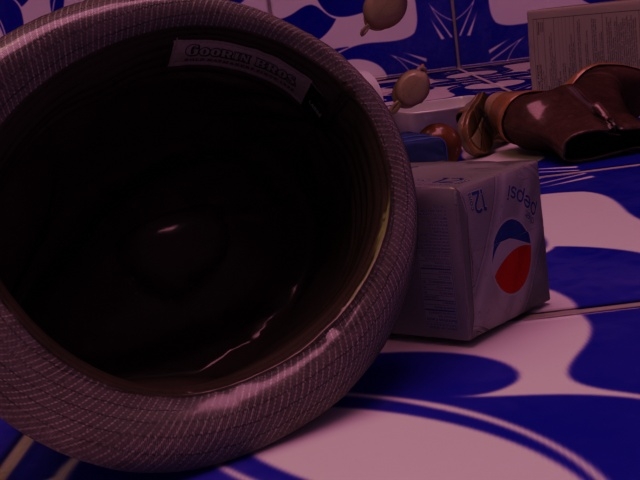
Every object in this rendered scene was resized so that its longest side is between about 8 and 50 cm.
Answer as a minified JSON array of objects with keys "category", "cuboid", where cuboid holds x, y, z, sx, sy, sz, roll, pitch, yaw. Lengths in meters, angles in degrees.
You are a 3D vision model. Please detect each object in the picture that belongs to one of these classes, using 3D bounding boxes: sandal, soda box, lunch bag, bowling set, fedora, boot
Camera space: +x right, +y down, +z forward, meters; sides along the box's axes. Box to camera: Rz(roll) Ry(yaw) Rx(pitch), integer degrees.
[{"category":"sandal","cuboid":[0.195,-0.141,1.405,0.049,0.072,0.180,-26,6,27]},{"category":"soda box","cuboid":[0.000,0.000,0.730,0.286,0.091,0.098,2,14,40]},{"category":"lunch bag","cuboid":[0.074,-0.068,1.085,0.098,0.067,0.065,-13,12,-21]},{"category":"bowling set","cuboid":[0.063,-0.141,1.317,0.287,0.200,0.154,-49,4,5]},{"category":"fedora","cuboid":[-0.083,0.001,0.585,0.275,0.244,0.124,-45,-4,-31]},{"category":"boot","cuboid":[0.336,-0.140,1.309,0.248,0.090,0.207,-10,23,-18]}]

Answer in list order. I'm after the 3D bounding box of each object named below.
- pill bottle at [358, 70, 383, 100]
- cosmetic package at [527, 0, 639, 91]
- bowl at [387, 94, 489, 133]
[{"category":"pill bottle","cuboid":[-0.025,-0.175,1.546,0.216,0.121,0.121,-15,13,-29]},{"category":"cosmetic package","cuboid":[0.449,-0.285,1.695,0.113,0.160,0.309,-11,13,-21]},{"category":"bowl","cuboid":[0.169,-0.166,1.548,0.142,0.053,0.142,-10,11,-12]}]
